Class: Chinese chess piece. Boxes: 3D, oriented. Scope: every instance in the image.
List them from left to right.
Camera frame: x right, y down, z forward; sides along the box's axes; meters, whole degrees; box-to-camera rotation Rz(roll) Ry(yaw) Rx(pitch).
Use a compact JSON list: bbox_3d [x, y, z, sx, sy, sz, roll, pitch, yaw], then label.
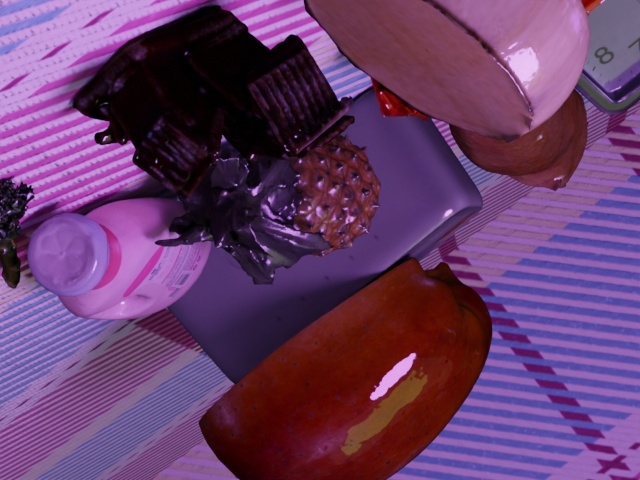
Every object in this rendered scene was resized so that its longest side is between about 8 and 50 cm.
[{"bbox_3d":[0.106,-0.196,1.531,0.104,0.257,0.257,-54,173,-13],"label":"Chinese chess piece"}]

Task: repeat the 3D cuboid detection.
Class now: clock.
[{"bbox_3d":[0.382,-0.306,2.176,0.273,0.049,0.279,-39,130,18],"label":"clock"}]

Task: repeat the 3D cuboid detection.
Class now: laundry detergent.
[{"bbox_3d":[-0.212,0.020,1.864,0.159,0.088,0.335,-52,169,7],"label":"laundry detergent"}]

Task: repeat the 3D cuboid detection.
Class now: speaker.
[{"bbox_3d":[0.000,0.000,2.241,0.406,0.184,0.183,-40,169,16],"label":"speaker"}]

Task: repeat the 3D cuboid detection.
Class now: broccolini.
[{"bbox_3d":[-0.293,0.010,1.675,0.071,0.057,0.254,-2,162,-4],"label":"broccolini"}]

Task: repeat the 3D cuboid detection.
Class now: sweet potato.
[{"bbox_3d":[0.185,-0.136,1.814,0.131,0.131,0.337,-39,160,12],"label":"sweet potato"}]

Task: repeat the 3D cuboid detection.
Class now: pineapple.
[{"bbox_3d":[-0.064,-0.036,1.932,0.165,0.165,0.364,-42,169,24],"label":"pineapple"}]

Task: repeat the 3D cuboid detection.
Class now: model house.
[{"bbox_3d":[-0.089,-0.108,1.534,0.203,0.164,0.141,-29,162,-29],"label":"model house"}]

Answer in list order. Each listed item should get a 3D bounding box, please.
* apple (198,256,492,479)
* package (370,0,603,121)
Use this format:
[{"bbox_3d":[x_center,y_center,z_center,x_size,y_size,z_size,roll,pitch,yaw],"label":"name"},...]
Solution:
[{"bbox_3d":[0.037,0.166,2.260,0.365,0.295,0.329,-38,-153,15],"label":"apple"},{"bbox_3d":[0.226,-0.284,1.910,0.423,0.123,0.196,-40,168,19],"label":"package"}]
